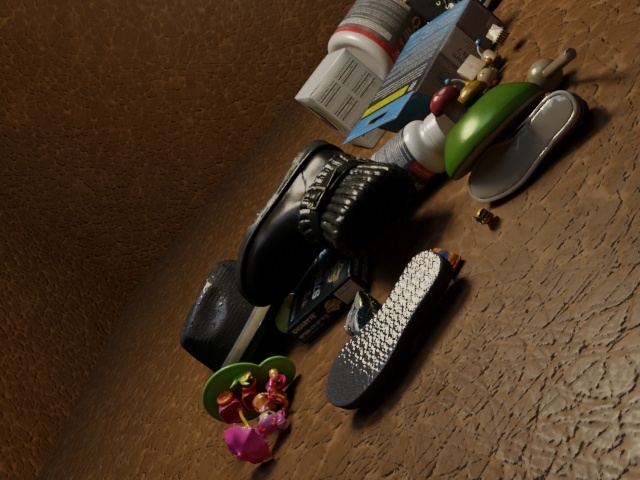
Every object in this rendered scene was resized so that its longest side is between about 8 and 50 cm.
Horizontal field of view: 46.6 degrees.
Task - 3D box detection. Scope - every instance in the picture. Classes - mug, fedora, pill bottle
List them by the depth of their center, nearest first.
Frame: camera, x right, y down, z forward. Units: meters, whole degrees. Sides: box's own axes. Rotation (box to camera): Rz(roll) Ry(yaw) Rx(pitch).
[{"bbox_3d":[0.170,-0.149,1.318,0.180,0.108,0.108,-40,20,40],"label":"pill bottle"},{"bbox_3d":[-0.052,0.146,1.444,0.062,0.078,0.064,54,125,28],"label":"mug"},{"bbox_3d":[-0.189,0.154,1.531,0.334,0.152,0.334,-60,4,8],"label":"fedora"},{"bbox_3d":[0.193,-0.623,2.079,0.363,0.210,0.210,-58,16,-18],"label":"pill bottle"}]

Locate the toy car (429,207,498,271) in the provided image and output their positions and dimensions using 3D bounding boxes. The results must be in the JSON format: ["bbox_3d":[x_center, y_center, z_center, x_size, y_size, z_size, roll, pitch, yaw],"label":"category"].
[{"bbox_3d":[0.193,-0.001,1.059,0.122,0.040,0.060,-53,16,4],"label":"toy car"}]

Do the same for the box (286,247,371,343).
[{"bbox_3d":[0.021,0.066,1.388,0.175,0.051,0.220,-43,19,28],"label":"box"}]

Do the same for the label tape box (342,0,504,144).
[{"bbox_3d":[0.214,-0.325,1.570,0.334,0.106,0.240,-59,17,-18],"label":"label tape box"}]

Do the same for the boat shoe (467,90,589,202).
[{"bbox_3d":[0.293,-0.125,1.042,0.065,0.075,0.206,-7,-33,-46],"label":"boat shoe"}]

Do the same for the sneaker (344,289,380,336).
[{"bbox_3d":[0.065,0.132,1.148,0.058,0.052,0.135,-59,6,18],"label":"sneaker"}]

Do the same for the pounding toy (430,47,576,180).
[{"bbox_3d":[0.248,-0.209,1.101,0.237,0.110,0.183,-45,-9,9],"label":"pounding toy"}]

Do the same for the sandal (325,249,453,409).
[{"bbox_3d":[0.103,0.133,1.016,0.255,0.054,0.097,-52,32,2],"label":"sandal"}]

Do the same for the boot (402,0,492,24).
[{"bbox_3d":[0.288,-0.573,1.753,0.085,0.178,0.236,-57,15,-14],"label":"boot"}]

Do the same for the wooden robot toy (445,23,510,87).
[{"bbox_3d":[0.310,-0.314,1.395,0.173,0.076,0.079,-52,51,5],"label":"wooden robot toy"}]

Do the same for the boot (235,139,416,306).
[{"bbox_3d":[-0.003,-0.002,1.282,0.260,0.131,0.348,36,102,52],"label":"boot"}]

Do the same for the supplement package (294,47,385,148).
[{"bbox_3d":[0.072,-0.352,1.861,0.149,0.203,0.194,-53,15,0],"label":"supplement package"}]

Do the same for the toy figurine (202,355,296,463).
[{"bbox_3d":[-0.102,0.290,1.223,0.173,0.130,0.159,-28,31,-1],"label":"toy figurine"}]
